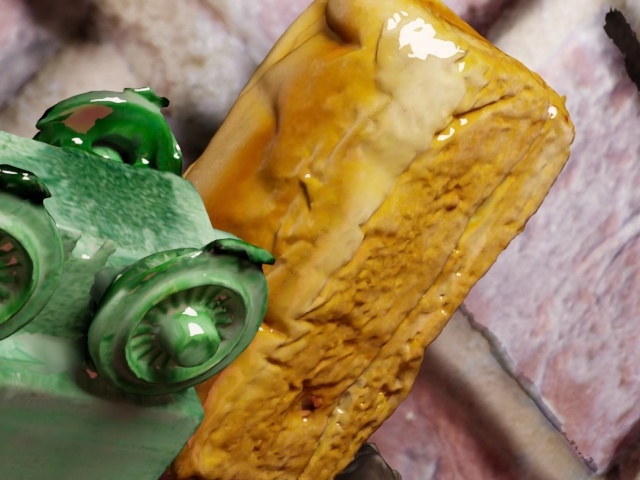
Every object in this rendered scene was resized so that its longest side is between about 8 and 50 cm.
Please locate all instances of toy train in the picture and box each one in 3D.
[{"bbox_3d":[-0.152,0.026,0.591,0.266,0.145,0.202,18,117,-44],"label":"toy train"}]

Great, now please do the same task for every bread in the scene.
[{"bbox_3d":[0.000,0.000,0.748,0.167,0.132,0.294,24,102,-38],"label":"bread"}]

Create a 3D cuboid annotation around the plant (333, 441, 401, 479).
[{"bbox_3d":[-0.020,0.300,0.860,0.312,0.215,0.213,-36,125,-3],"label":"plant"}]
